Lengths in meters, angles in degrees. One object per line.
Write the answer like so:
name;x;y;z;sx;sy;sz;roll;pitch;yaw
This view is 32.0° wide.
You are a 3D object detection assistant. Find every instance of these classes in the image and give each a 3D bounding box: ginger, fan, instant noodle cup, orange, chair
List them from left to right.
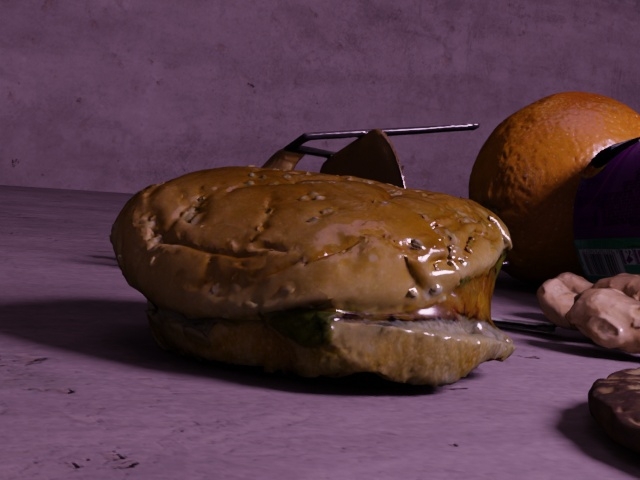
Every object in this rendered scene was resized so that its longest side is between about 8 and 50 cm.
chair;0.040;-0.026;1.161;0.247;0.158;0.172;-1;-14;-38
fan;0.109;0.068;1.049;0.227;0.008;0.152;6;3;20
orange;0.311;-0.060;1.411;0.264;0.264;0.264;5;5;0
ginger;0.259;0.058;1.001;0.149;0.065;0.259;8;7;-19
instant noodle cup;0.406;-0.020;1.205;0.251;0.251;0.190;2;-4;-36

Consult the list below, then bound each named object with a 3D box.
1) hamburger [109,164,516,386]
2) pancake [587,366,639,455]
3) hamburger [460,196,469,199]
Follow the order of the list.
hamburger;-0.001;0.016;0.807;0.285;0.134;0.265;5;2;29
pancake;0.291;0.110;0.618;0.288;0.033;0.286;8;4;30
hamburger;0.231;-0.019;1.720;0.231;0.106;0.231;2;8;0
